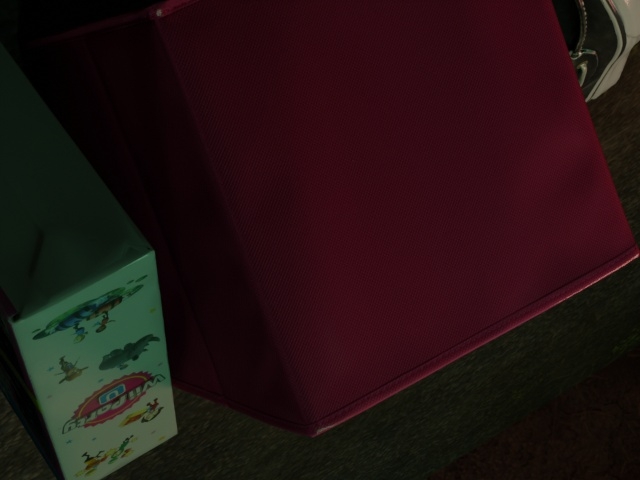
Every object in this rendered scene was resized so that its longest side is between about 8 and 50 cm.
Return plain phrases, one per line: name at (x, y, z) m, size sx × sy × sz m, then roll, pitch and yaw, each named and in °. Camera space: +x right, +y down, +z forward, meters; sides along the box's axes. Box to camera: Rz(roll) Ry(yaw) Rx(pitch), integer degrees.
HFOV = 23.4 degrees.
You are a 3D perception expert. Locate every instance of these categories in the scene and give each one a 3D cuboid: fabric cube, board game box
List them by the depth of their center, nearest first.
fabric cube at (-0.002, -0.061, 0.986) m, size 0.254 × 0.258 × 0.259 m, roll -27°, pitch -166°, yaw -22°
board game box at (-0.197, 0.014, 1.018) m, size 0.097 × 0.224 × 0.303 m, roll -31°, pitch 158°, yaw -15°

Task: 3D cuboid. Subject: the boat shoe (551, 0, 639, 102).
boat shoe at (0.212, -0.178, 1.381) m, size 0.119 × 0.121 × 0.335 m, roll -39°, pitch 161°, yaw -5°
